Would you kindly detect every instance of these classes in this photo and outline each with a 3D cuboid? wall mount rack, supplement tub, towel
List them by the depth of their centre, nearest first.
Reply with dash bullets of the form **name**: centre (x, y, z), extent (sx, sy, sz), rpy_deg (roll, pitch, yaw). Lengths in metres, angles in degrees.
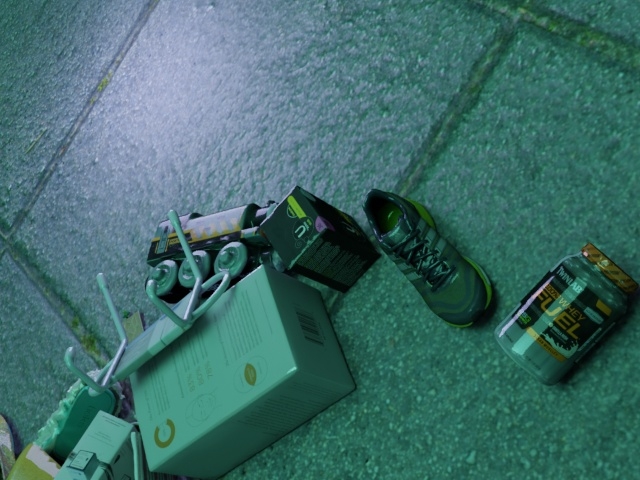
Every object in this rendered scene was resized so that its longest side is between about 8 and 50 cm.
- **supplement tub**: centre (0.347, 0.101, 1.286), extent (0.190, 0.117, 0.117), rpy_deg (-50, 49, 12)
- **towel**: centre (-0.296, 0.435, 1.623), extent (0.029, 0.197, 0.144), rpy_deg (-15, 59, 5)
- **wall mount rack**: centre (-0.317, 0.109, 1.628), extent (0.350, 0.130, 0.304), rpy_deg (-38, 19, 17)

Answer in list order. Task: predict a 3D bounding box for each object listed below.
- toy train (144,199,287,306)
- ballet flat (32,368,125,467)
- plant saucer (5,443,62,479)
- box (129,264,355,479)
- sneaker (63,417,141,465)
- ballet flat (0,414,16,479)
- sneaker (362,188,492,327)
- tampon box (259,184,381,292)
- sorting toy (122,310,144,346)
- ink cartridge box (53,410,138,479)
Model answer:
- **toy train**: centre (-0.199, 0.026, 1.753), extent (0.334, 0.142, 0.190), rpy_deg (-14, 55, 34)
- **ballet flat**: centre (-0.528, 0.439, 1.869), extent (0.147, 0.147, 0.408), rpy_deg (36, 93, 42)
- **plant saucer**: centre (-0.534, 0.607, 1.699), extent (0.333, 0.081, 0.332), rpy_deg (33, 98, 24)
- **box**: centre (-0.145, 0.238, 1.593), extent (0.345, 0.168, 0.215), rpy_deg (-36, 53, 22)
- **sneaker**: centre (-0.401, 0.398, 1.744), extent (0.086, 0.192, 0.064), rpy_deg (-5, 110, 29)
- **ballet flat**: centre (-0.721, 0.501, 1.986), extent (0.123, 0.123, 0.348), rpy_deg (-46, 50, 15)
- **sneaker**: centre (0.157, 0.025, 1.467), extent (0.111, 0.121, 0.300), rpy_deg (-50, 49, 12)
- **tampon box**: centre (0.000, 0.000, 1.578), extent (0.101, 0.161, 0.120), rpy_deg (-47, 50, 14)
- **sorting toy**: centre (-0.396, 0.175, 1.926), extent (0.062, 0.012, 0.083), rpy_deg (-38, 56, 27)
- **ink cartridge box**: centre (-0.393, 0.420, 1.613), extent (0.082, 0.139, 0.190), rpy_deg (17, 58, 19)
